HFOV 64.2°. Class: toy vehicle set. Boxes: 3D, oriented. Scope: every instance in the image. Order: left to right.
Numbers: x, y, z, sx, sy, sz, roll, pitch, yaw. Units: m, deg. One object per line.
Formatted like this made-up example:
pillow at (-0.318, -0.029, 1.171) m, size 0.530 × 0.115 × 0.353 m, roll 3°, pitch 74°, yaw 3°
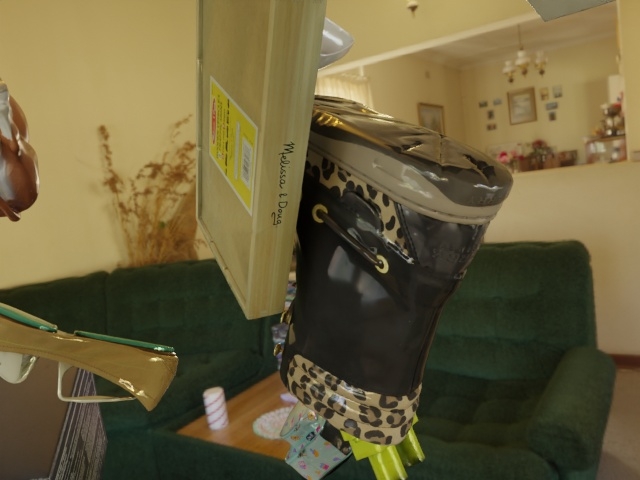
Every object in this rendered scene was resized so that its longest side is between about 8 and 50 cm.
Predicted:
toy vehicle set at (-0.065, -0.086, 0.430) m, size 0.035 × 0.267 × 0.166 m, roll -10°, pitch 40°, yaw -26°

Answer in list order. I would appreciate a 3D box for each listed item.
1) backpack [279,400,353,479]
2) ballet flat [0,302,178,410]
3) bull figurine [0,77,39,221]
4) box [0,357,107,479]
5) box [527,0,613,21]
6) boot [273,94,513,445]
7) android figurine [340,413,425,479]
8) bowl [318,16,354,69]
backpack at (0.003, 0.379, 1.022) m, size 0.144 × 0.189 × 0.166 m, roll 30°, pitch 31°, yaw 4°
ballet flat at (-0.253, 0.111, 0.485) m, size 0.232 × 0.073 × 0.080 m, roll 21°, pitch -16°, yaw -20°
bull figurine at (-0.414, -0.164, 0.595) m, size 0.101 × 0.310 × 0.188 m, roll -28°, pitch -25°, yaw -29°
box at (-0.500, 0.382, 0.886) m, size 0.182 × 0.294 × 0.296 m, roll -1°, pitch 31°, yaw -13°
box at (0.220, -0.391, 0.519) m, size 0.311 × 0.148 × 0.121 m, roll 32°, pitch -11°, yaw -28°
boot at (0.000, 0.000, 0.545) m, size 0.138 × 0.285 × 0.377 m, roll -11°, pitch 30°, yaw -38°
android figurine at (0.075, 0.216, 0.776) m, size 0.056 × 0.273 × 0.248 m, roll -28°, pitch -17°, yaw 24°
bowl at (-0.027, -0.336, 0.853) m, size 0.142 × 0.053 × 0.142 m, roll 36°, pitch 43°, yaw 8°
